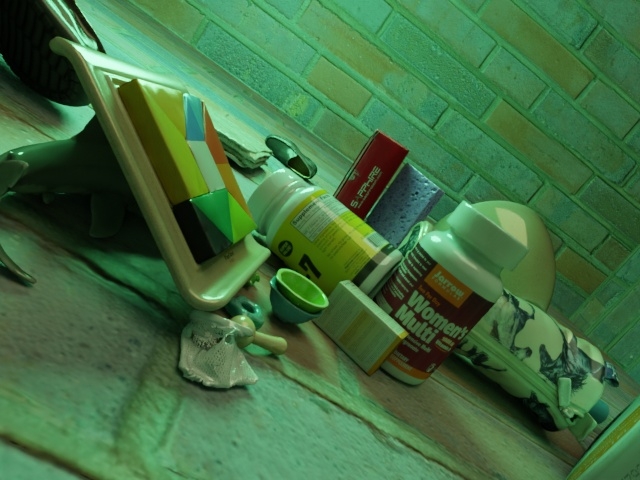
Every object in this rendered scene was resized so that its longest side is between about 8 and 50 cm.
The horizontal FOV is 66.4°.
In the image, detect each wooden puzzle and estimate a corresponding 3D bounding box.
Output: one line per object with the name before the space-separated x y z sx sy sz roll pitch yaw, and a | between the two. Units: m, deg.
wooden puzzle | -0.124 -0.069 0.470 0.239 0.044 0.221 62 10 -7

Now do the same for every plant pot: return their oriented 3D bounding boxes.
plant pot | 0.347 0.090 0.987 0.284 0.284 0.191 30 34 -26

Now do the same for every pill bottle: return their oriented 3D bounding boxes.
pill bottle | 0.152 0.066 0.626 0.121 0.221 0.121 34 15 -10
pill bottle | 0.000 0.000 0.683 0.208 0.119 0.119 41 15 14

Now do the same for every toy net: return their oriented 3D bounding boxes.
toy net | -0.072 0.061 0.468 0.122 0.045 0.232 39 14 7

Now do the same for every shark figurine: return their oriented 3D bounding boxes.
shark figurine | -0.212 -0.074 0.434 0.166 0.116 0.278 37 12 6

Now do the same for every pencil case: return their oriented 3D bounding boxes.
pencil case | 0.269 0.140 0.798 0.410 0.160 0.183 36 11 -5

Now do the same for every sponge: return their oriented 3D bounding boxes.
sponge | 0.165 -0.053 1.057 0.031 0.210 0.117 20 21 -43

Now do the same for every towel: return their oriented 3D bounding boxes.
towel | -0.236 -0.245 1.044 0.282 0.049 0.187 36 13 -1

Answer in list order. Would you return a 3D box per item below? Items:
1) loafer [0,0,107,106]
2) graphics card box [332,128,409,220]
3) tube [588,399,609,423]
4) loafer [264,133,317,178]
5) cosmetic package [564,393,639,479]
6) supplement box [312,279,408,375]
loafer | -0.386 -0.340 0.659 0.366 0.134 0.130 52 41 6
graphics card box | 0.114 -0.155 1.213 0.094 0.233 0.371 32 14 -1
tube | 0.519 0.324 1.057 0.207 0.052 0.080 30 4 -5
loafer | -0.081 -0.230 1.340 0.170 0.062 0.061 34 19 -7
cosmetic package | 0.465 0.286 0.627 0.161 0.230 0.453 45 18 33
supplement box | 0.047 0.102 0.585 0.098 0.062 0.036 42 16 18
